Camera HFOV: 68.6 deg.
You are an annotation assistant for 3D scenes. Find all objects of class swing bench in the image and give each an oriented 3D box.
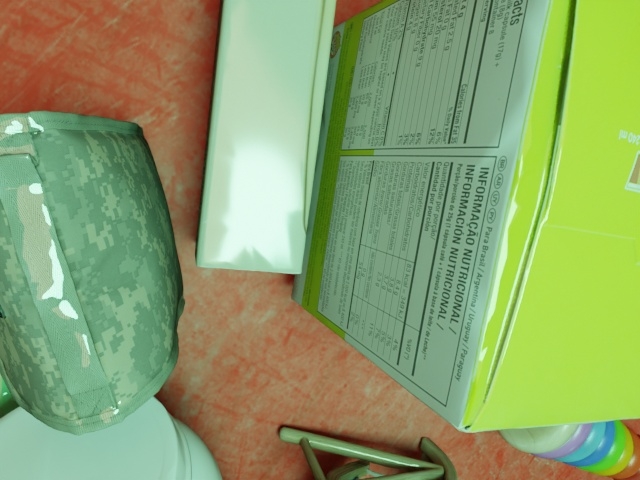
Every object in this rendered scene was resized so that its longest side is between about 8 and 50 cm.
[{"bbox_3d":[0.051,0.415,0.633,0.255,0.165,0.253,12,94,-16],"label":"swing bench"}]

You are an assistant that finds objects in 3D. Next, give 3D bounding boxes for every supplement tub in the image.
[{"bbox_3d":[-0.195,0.323,0.461,0.241,0.241,0.331,-16,128,-12],"label":"supplement tub"}]

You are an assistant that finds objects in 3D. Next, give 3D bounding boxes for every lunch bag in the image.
[{"bbox_3d":[-0.228,0.011,0.439,0.169,0.287,0.235,-13,102,-13],"label":"lunch bag"}]

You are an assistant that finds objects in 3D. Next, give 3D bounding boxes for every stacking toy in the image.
[{"bbox_3d":[0.427,0.310,0.747,0.330,0.141,0.141,32,89,-24],"label":"stacking toy"}]

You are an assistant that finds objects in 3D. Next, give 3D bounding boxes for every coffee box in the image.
[{"bbox_3d":[0.200,-0.044,0.495,0.338,0.334,0.338,7,96,-25],"label":"coffee box"}]

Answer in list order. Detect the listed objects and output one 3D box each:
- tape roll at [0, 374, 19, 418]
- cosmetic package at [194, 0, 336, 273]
[{"bbox_3d":[-0.443,0.152,0.437,0.321,0.077,0.321,10,73,-35],"label":"tape roll"},{"bbox_3d":[-0.071,-0.130,0.527,0.113,0.160,0.309,5,98,-16],"label":"cosmetic package"}]
